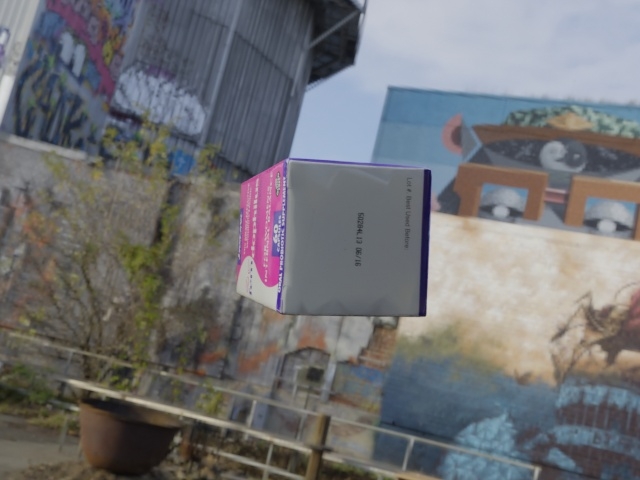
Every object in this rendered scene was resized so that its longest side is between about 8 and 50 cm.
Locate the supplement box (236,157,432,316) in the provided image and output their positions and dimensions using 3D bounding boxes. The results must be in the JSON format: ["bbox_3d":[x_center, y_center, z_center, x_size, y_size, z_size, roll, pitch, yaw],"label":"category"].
[{"bbox_3d":[0.000,0.000,0.640,0.114,0.111,0.220,3,-2,-13],"label":"supplement box"}]
